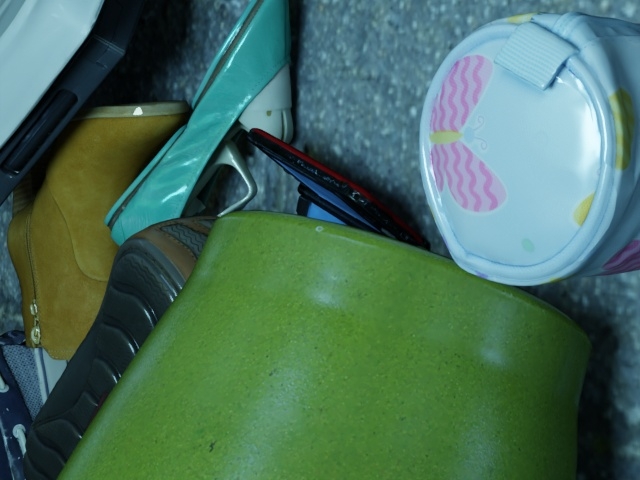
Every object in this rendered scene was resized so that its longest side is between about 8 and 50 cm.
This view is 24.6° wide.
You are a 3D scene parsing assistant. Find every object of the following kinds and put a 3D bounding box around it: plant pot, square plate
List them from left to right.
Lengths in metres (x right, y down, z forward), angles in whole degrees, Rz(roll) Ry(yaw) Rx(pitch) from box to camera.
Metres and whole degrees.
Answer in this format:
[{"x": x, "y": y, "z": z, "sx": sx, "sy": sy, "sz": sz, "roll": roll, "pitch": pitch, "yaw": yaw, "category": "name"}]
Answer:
[{"x": -0.235, "y": -0.223, "z": 1.247, "sx": 0.347, "sy": 0.049, "sz": 0.344, "roll": -37, "pitch": 31, "yaw": 48, "category": "square plate"}, {"x": -0.006, "y": 0.183, "z": 0.847, "sx": 0.366, "sy": 0.366, "sz": 0.353, "roll": 6, "pitch": 73, "yaw": 51, "category": "plant pot"}]

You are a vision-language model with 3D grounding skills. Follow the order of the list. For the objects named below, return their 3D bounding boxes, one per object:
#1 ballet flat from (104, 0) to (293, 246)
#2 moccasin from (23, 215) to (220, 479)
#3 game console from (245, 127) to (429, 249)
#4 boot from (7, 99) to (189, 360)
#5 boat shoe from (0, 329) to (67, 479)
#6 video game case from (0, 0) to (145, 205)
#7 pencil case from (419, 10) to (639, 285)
[{"x": -0.072, "y": -0.080, "z": 1.142, "sx": 0.087, "sy": 0.083, "sz": 0.247, "roll": 36, "pitch": 107, "yaw": 3, "category": "ballet flat"}, {"x": -0.137, "y": 0.124, "z": 1.172, "sx": 0.139, "sy": 0.147, "sz": 0.380, "roll": 42, "pitch": 129, "yaw": 26, "category": "moccasin"}, {"x": 0.000, "y": 0.000, "z": 1.048, "sx": 0.144, "sy": 0.124, "sz": 0.085, "roll": 32, "pitch": 86, "yaw": 47, "category": "game console"}, {"x": -0.189, "y": -0.002, "z": 1.281, "sx": 0.295, "sy": 0.104, "sz": 0.211, "roll": -13, "pitch": 83, "yaw": 55, "category": "boot"}, {"x": -0.303, "y": 0.246, "z": 1.347, "sx": 0.127, "sy": 0.158, "sz": 0.341, "roll": -38, "pitch": 59, "yaw": 43, "category": "boat shoe"}, {"x": -0.207, "y": -0.186, "z": 1.251, "sx": 0.248, "sy": 0.035, "sz": 0.275, "roll": -41, "pitch": 28, "yaw": 42, "category": "video game case"}, {"x": 0.175, "y": -0.051, "z": 0.687, "sx": 0.113, "sy": 0.273, "sz": 0.124, "roll": 55, "pitch": 135, "yaw": 29, "category": "pencil case"}]
